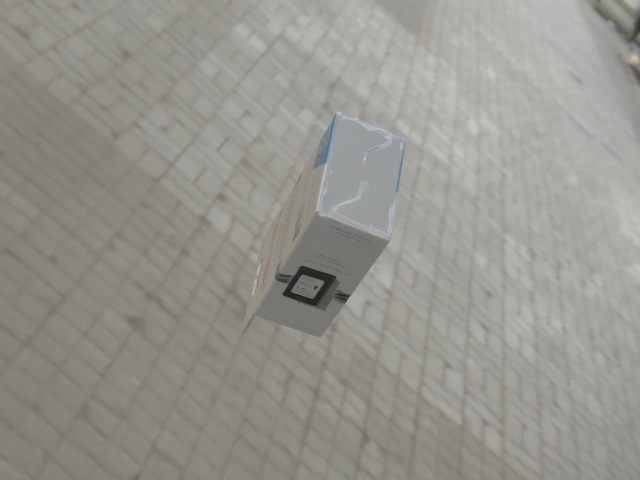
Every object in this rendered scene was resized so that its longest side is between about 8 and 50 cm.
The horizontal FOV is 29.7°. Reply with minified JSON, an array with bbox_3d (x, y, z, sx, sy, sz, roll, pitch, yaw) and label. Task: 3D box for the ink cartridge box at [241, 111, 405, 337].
[{"bbox_3d":[0.000,0.000,0.938,0.060,0.180,0.104,19,51,-11],"label":"ink cartridge box"}]
